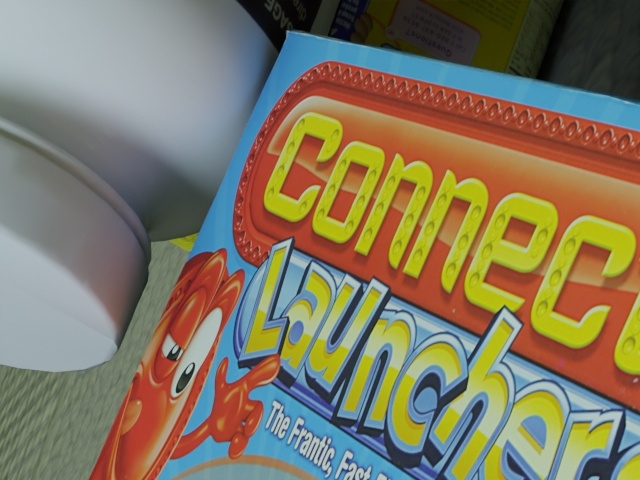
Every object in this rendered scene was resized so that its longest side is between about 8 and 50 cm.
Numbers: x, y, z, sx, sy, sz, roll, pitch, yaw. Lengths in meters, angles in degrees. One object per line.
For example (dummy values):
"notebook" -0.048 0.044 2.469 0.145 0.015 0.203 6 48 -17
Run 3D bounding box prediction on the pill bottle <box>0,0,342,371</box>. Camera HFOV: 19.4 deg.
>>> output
"pill bottle" -0.070 -0.128 0.622 0.181 0.181 0.323 -36 31 61

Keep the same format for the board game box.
"board game box" 0.023 0.116 0.428 0.302 0.086 0.308 -66 26 0

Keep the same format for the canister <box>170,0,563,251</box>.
"canister" 0.022 -0.062 0.726 0.073 0.126 0.170 -28 38 66
